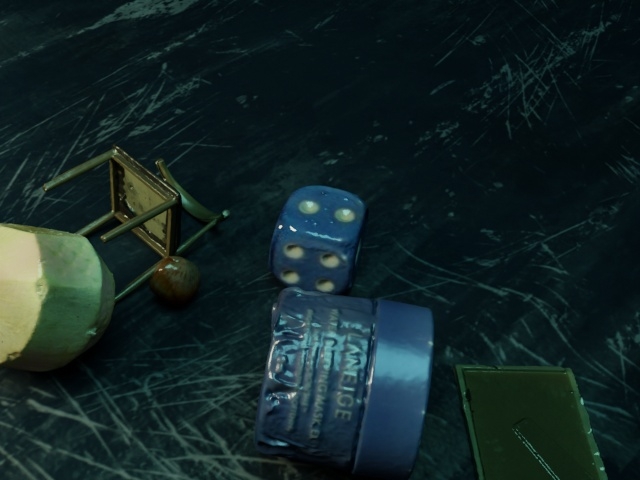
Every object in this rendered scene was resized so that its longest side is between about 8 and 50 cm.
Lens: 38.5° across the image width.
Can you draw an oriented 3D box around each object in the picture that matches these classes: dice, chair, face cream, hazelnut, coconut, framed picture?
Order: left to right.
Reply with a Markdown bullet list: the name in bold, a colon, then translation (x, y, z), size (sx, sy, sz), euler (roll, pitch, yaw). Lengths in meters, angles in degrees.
- **coconut**: translation (-0.426, 0.085, 1.329), size (0.237, 0.236, 0.197), euler (-17, 54, -25)
- **chair**: translation (-0.299, -0.055, 1.532), size (0.188, 0.166, 0.272), euler (36, 50, 25)
- **hazelnut**: translation (-0.236, 0.063, 1.490), size (0.087, 0.086, 0.086), euler (5, 45, -5)
- **dice**: translation (0.000, 0.000, 1.550), size (0.146, 0.146, 0.143), euler (17, 44, 6)
- **face cream**: translation (0.029, 0.199, 1.290), size (0.225, 0.249, 0.249), euler (8, 45, 1)
- **framed picture**: translation (0.325, 0.305, 1.400), size (0.209, 0.019, 0.281), euler (4, 46, -7)
